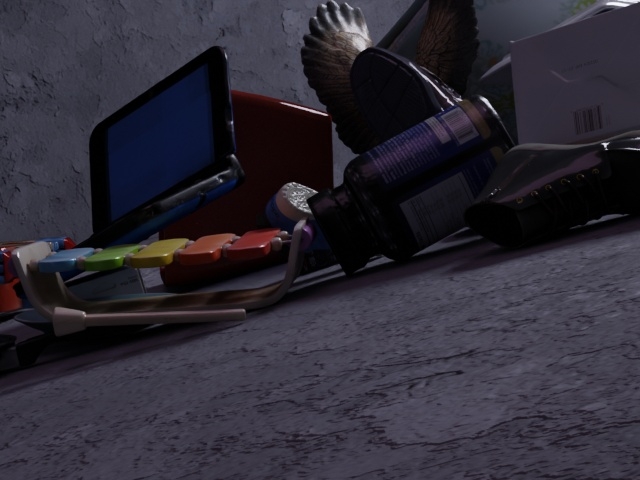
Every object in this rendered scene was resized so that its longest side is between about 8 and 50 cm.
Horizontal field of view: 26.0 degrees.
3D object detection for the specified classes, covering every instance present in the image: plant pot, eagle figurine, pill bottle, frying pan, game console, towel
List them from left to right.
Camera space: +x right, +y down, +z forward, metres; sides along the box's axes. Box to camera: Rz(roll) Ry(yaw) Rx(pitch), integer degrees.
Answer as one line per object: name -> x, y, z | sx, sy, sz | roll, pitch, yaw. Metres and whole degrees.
frying pan -> -0.355, 0.118, 1.464 | 0.326, 0.053, 0.197 | -5, 3, -16
game console -> -0.245, -0.082, 1.684 | 0.293, 0.173, 0.250 | -27, 2, 41
plant pot -> -0.108, -0.080, 1.927 | 0.235, 0.267, 0.267 | -1, 3, -8
eagle figurine -> 0.122, -0.200, 1.944 | 0.226, 0.298, 0.225 | -34, 34, -20
pill bottle -> 0.102, -0.055, 1.477 | 0.219, 0.123, 0.123 | -28, 5, -1
towel -> 0.280, -0.275, 2.048 | 0.374, 0.320, 0.090 | -46, 25, 42

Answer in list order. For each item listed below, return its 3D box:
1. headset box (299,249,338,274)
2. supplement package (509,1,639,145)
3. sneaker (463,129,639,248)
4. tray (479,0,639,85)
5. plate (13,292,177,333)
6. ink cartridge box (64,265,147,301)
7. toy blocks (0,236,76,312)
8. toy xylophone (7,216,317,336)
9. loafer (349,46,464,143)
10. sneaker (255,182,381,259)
headset box -> 0.000, 0.000, 1.641 | 0.083, 0.062, 0.032 | -19, 6, -31
supplement package -> 0.368, -0.175, 1.670 | 0.194, 0.149, 0.203 | -12, -14, 39
sneaker -> 0.251, -0.038, 1.309 | 0.222, 0.083, 0.118 | -3, 30, 38
tray -> 0.329, -0.249, 1.745 | 0.145, 0.030, 0.270 | 0, -14, -28
plate -> -0.251, 0.085, 1.566 | 0.188, 0.024, 0.188 | -6, 6, 1
ink cartridge box -> -0.275, 0.071, 1.727 | 0.099, 0.056, 0.135 | -18, 5, -15
toy blocks -> -0.530, 0.058, 2.201 | 0.260, 0.191, 0.381 | -4, 4, 1
toy xylophone -> -0.158, 0.035, 1.423 | 0.322, 0.081, 0.236 | -6, 5, -3
loafer -> 0.160, -0.144, 1.819 | 0.095, 0.302, 0.109 | -5, -46, -51
sneaker -> -0.002, -0.008, 1.581 | 0.152, 0.058, 0.084 | 21, -42, -28
